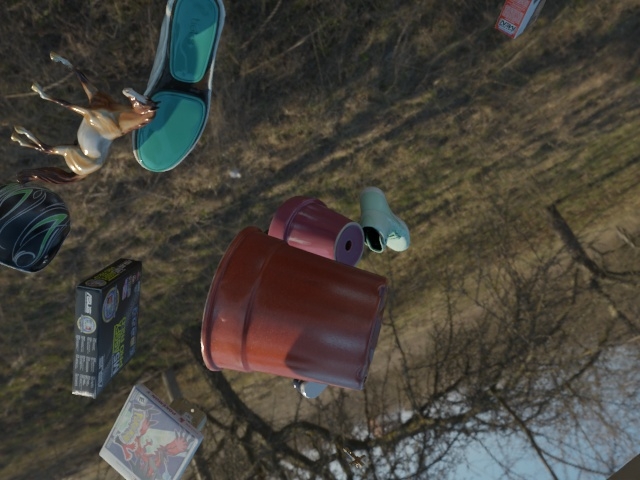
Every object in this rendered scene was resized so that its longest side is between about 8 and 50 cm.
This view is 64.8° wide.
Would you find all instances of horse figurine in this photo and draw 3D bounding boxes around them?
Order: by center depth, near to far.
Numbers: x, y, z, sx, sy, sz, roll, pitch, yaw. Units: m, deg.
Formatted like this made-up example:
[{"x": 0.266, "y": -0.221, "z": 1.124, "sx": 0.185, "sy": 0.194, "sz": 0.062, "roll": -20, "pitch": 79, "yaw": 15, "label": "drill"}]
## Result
[{"x": -0.408, "y": -0.183, "z": 0.850, "sx": 0.175, "sy": 0.066, "sz": 0.263, "roll": 28, "pitch": 117, "yaw": -29, "label": "horse figurine"}]

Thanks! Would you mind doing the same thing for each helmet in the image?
[{"x": -0.581, "y": -0.035, "z": 0.983, "sx": 0.161, "sy": 0.170, "sz": 0.169, "roll": -63, "pitch": 163, "yaw": -8, "label": "helmet"}]

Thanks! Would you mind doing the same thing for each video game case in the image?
[{"x": -0.359, "y": 0.431, "z": 1.059, "sx": 0.201, "sy": 0.184, "sz": 0.023, "roll": -60, "pitch": 166, "yaw": 14, "label": "video game case"}]

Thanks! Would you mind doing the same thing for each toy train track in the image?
[{"x": 0.085, "y": 0.548, "z": 1.269, "sx": 0.048, "sy": 0.014, "sz": 0.083, "roll": -19, "pitch": -161, "yaw": -26, "label": "toy train track"}]

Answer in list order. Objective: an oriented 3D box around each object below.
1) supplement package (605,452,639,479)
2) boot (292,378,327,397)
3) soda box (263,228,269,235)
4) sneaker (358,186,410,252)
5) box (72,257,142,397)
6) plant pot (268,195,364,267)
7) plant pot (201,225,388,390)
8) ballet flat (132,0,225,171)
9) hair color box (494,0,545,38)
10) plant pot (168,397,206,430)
[{"x": 0.438, "y": 0.297, "z": 0.424, "sx": 0.199, "sy": 0.262, "sz": 0.198, "roll": -24, "pitch": 177, "yaw": -18, "label": "supplement package"}, {"x": 0.014, "y": 0.326, "z": 1.307, "sx": 0.190, "sy": 0.069, "sz": 0.086, "roll": -33, "pitch": -165, "yaw": -21, "label": "boot"}, {"x": -0.170, "y": 0.021, "z": 1.562, "sx": 0.060, "sy": 0.053, "sz": 0.169, "roll": -12, "pitch": -158, "yaw": 27, "label": "soda box"}, {"x": 0.165, "y": -0.009, "z": 1.356, "sx": 0.094, "sy": 0.151, "sz": 0.256, "roll": -10, "pitch": 140, "yaw": 29, "label": "sneaker"}, {"x": -0.508, "y": 0.201, "z": 1.211, "sx": 0.060, "sy": 0.269, "sz": 0.216, "roll": 10, "pitch": -166, "yaw": 1, "label": "box"}, {"x": 0.000, "y": 0.000, "z": 1.249, "sx": 0.180, "sy": 0.201, "sz": 0.201, "roll": 15, "pitch": -170, "yaw": 37, "label": "plant pot"}, {"x": -0.029, "y": 0.134, "z": 0.898, "sx": 0.265, "sy": 0.272, "sz": 0.272, "roll": 13, "pitch": 166, "yaw": 12, "label": "plant pot"}, {"x": -0.284, "y": -0.325, "z": 1.011, "sx": 0.139, "sy": 0.139, "sz": 0.400, "roll": -9, "pitch": 138, "yaw": -41, "label": "ballet flat"}, {"x": 0.413, "y": -0.494, "z": 0.981, "sx": 0.093, "sy": 0.053, "sz": 0.167, "roll": -42, "pitch": 162, "yaw": -25, "label": "hair color box"}, {"x": -0.355, "y": 0.467, "z": 1.293, "sx": 0.096, "sy": 0.109, "sz": 0.109, "roll": -49, "pitch": -178, "yaw": 45, "label": "plant pot"}]
